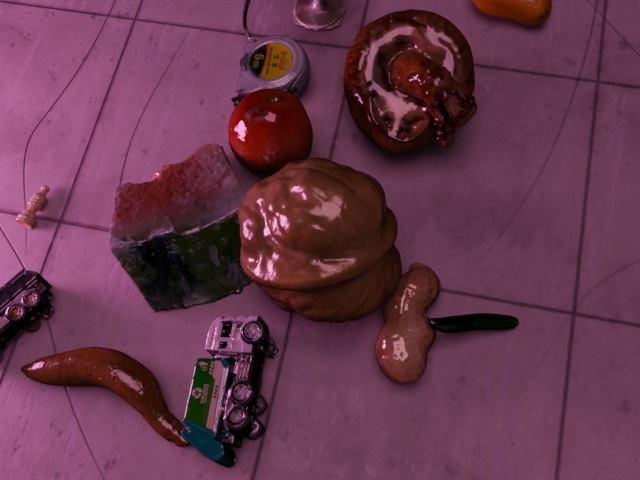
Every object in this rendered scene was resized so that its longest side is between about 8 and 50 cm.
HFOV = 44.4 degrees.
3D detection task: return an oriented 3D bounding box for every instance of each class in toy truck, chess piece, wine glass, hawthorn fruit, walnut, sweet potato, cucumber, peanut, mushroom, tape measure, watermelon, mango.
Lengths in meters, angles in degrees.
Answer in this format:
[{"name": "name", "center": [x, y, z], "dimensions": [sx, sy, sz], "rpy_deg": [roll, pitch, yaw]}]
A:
[{"name": "toy truck", "center": [-0.155, 0.256, 1.351], "dimensions": [0.124, 0.114, 0.253], "rpy_deg": [2, 66, 12]}, {"name": "chess piece", "center": [-0.569, -0.071, 1.562], "dimensions": [0.035, 0.035, 0.092], "rpy_deg": [18, 66, 12]}, {"name": "wine glass", "center": [-0.012, -0.547, 1.606], "dimensions": [0.156, 0.232, 0.156], "rpy_deg": [-2, 66, 4]}, {"name": "hawthorn fruit", "center": [-0.098, -0.211, 1.508], "dimensions": [0.172, 0.173, 0.173], "rpy_deg": [-2, 67, 4]}, {"name": "walnut", "center": [0.000, -0.002, 1.344], "dimensions": [0.277, 0.253, 0.282], "rpy_deg": [12, 104, 42]}, {"name": "sweet potato", "center": [-0.364, 0.252, 1.391], "dimensions": [0.346, 0.079, 0.108], "rpy_deg": [22, 99, 12]}, {"name": "cucumber", "center": [0.268, 0.144, 1.376], "dimensions": [0.184, 0.036, 0.033], "rpy_deg": [-1, 95, -20]}, {"name": "peanut", "center": [0.156, 0.142, 1.386], "dimensions": [0.104, 0.086, 0.228], "rpy_deg": [13, 67, -4]}, {"name": "mushroom", "center": [0.180, -0.292, 1.503], "dimensions": [0.263, 0.195, 0.283], "rpy_deg": [-34, 52, -1]}, {"name": "tape measure", "center": [-0.091, -0.423, 1.642], "dimensions": [0.164, 0.084, 0.330], "rpy_deg": [6, 67, 5]}, {"name": "toy truck", "center": [-0.582, 0.140, 1.448], "dimensions": [0.092, 0.083, 0.192], "rpy_deg": [41, 75, 18]}, {"name": "watermelon", "center": [-0.255, -0.039, 1.457], "dimensions": [0.264, 0.151, 0.302], "rpy_deg": [-22, 68, -4]}, {"name": "mango", "center": [0.399, -0.519, 1.638], "dimensions": [0.178, 0.090, 0.115], "rpy_deg": [18, 80, 8]}]
